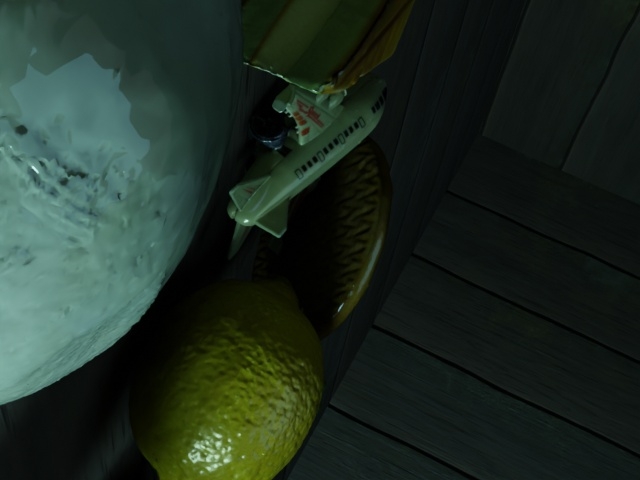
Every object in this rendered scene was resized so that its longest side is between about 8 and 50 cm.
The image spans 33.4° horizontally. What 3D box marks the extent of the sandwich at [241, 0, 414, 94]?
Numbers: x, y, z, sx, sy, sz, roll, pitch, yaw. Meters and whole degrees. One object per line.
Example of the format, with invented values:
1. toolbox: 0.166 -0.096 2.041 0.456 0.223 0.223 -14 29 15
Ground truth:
1. sandwich: 0.009 -0.220 0.893 0.187 0.117 0.144 -43 154 -60

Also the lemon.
1. lemon: -0.092 0.144 1.060 0.188 0.188 0.257 93 17 -65

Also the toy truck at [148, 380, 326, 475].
1. toy truck: -0.101 0.194 1.300 0.210 0.148 0.187 -44 180 24

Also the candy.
1. candy: -0.129 -0.045 0.422 0.295 0.185 0.296 20 90 -80

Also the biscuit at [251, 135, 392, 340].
1. biscuit: 0.000 0.000 1.189 0.262 0.037 0.262 -39 -139 44

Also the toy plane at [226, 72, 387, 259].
1. toy plane: -0.017 -0.096 1.093 0.256 0.104 0.242 -58 166 -33
